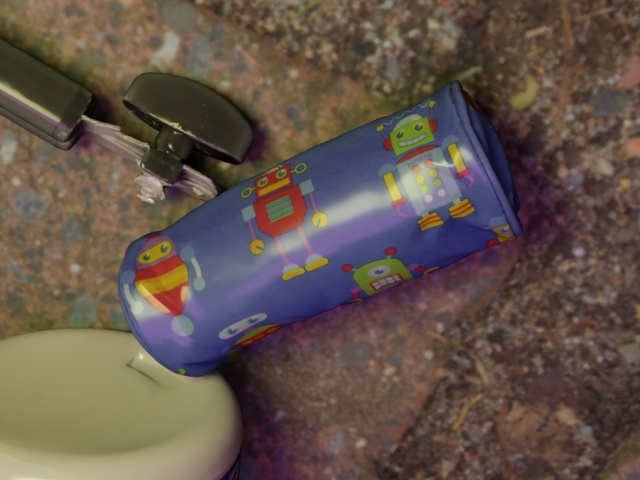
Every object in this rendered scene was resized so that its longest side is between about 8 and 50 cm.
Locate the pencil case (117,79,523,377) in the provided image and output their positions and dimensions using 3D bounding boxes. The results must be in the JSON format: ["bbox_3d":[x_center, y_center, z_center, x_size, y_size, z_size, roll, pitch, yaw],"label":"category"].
[{"bbox_3d":[0.000,0.000,0.995,0.306,0.119,0.133,-25,143,16],"label":"pencil case"}]

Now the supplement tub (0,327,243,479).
[{"bbox_3d":[-0.189,0.261,1.060,0.241,0.241,0.331,7,113,5],"label":"supplement tub"}]

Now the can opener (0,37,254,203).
[{"bbox_3d":[-0.189,-0.111,1.012,0.280,0.074,0.093,26,78,-5],"label":"can opener"}]
